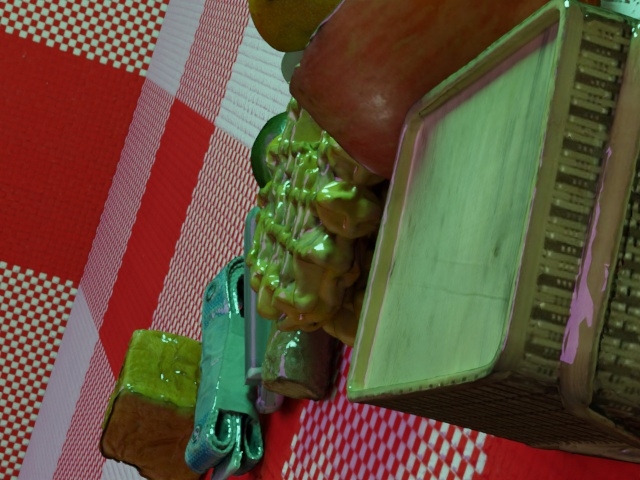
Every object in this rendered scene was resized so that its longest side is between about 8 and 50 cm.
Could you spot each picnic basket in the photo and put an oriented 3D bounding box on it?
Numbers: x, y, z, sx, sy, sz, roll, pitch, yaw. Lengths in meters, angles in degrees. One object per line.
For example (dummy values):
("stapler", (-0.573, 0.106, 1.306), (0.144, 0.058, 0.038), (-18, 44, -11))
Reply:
("picnic basket", (0.156, 0.011, 0.956), (0.313, 0.175, 0.228), (149, 135, -73))

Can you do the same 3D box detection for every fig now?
("fig", (-0.023, -0.065, 1.794), (0.117, 0.117, 0.177), (128, 144, -52))

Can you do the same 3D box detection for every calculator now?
("calculator", (-0.064, 0.070, 1.755), (0.141, 0.045, 0.246), (117, 152, -79))

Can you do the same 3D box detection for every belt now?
("belt", (-0.100, 0.152, 1.853), (0.072, 0.087, 0.302), (-41, 34, 41))

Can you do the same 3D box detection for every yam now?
("yam", (0.000, 0.000, 1.681), (0.081, 0.081, 0.356), (137, 148, -61))

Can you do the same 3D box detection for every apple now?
("apple", (0.122, -0.151, 1.201), (0.251, 0.163, 0.293), (-47, -3, 16))

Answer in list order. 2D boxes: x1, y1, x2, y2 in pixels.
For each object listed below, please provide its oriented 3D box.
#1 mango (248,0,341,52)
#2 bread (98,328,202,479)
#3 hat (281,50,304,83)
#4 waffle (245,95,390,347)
("mango", (0.056, -0.257, 1.424), (0.295, 0.177, 0.120), (-17, 21, 19))
("bread", (-0.202, 0.215, 2.026), (0.149, 0.143, 0.158), (-81, 16, -50))
("hat", (-0.030, -0.286, 2.005), (0.173, 0.144, 0.166), (-25, 44, 40))
("waffle", (0.033, -0.045, 1.476), (0.324, 0.151, 0.261), (-101, 27, -66))
